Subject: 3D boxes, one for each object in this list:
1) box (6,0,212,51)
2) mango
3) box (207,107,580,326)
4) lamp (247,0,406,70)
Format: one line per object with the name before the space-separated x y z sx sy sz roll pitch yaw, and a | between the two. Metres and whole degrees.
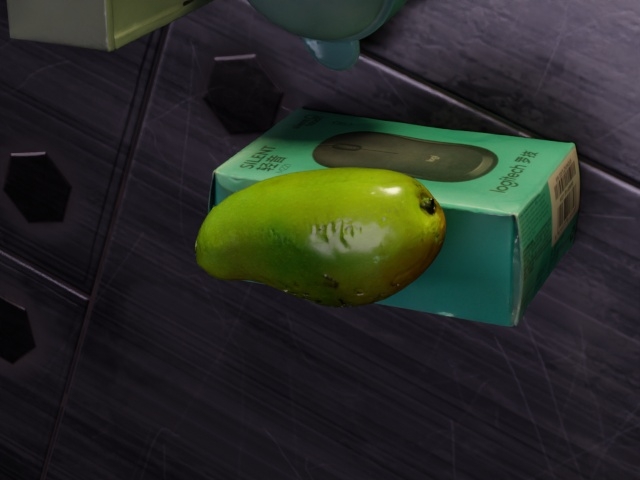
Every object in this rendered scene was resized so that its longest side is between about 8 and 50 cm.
box | -0.198 -0.320 1.454 0.117 0.225 0.225 10 115 22
mango | 0.000 0.000 1.327 0.233 0.111 0.125 -10 99 25
box | 0.072 -0.030 1.464 0.311 0.205 0.118 9 114 23
lamp | 0.006 -0.302 1.408 0.209 0.147 0.284 40 122 8
